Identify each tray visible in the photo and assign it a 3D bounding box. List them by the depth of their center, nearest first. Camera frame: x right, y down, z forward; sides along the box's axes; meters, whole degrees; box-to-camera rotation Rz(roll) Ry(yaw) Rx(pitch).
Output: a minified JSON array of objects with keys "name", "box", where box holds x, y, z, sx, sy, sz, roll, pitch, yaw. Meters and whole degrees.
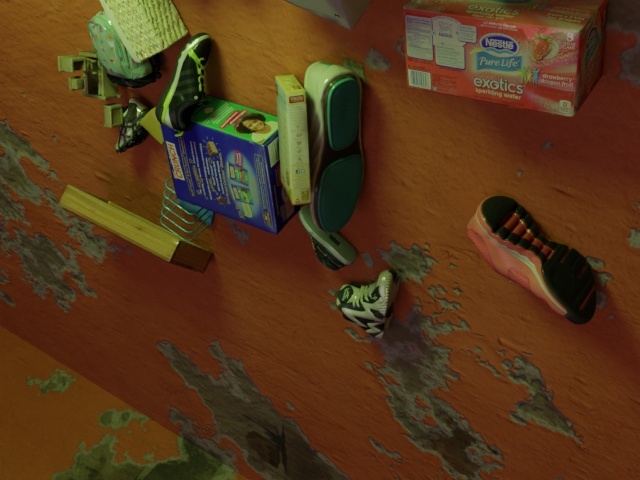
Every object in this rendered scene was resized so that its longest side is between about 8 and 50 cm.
[{"name":"tray","box":[-0.527,-0.030,2.317,0.410,0.076,0.203,24,178,22]}]

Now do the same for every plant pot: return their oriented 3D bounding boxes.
[{"name":"plant pot","box":[-0.382,-0.305,2.012,0.081,0.081,0.083,44,131,-2]}]

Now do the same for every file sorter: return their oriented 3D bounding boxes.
[{"name":"file sorter","box":[-0.354,-0.098,2.162,0.118,0.104,0.170,35,142,11]}]

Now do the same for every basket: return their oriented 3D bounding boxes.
[{"name":"basket","box":[-0.388,-0.498,1.803,0.103,0.113,0.167,-6,122,40]}]

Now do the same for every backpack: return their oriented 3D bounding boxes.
[{"name":"backpack","box":[-0.467,-0.457,1.908,0.151,0.115,0.182,19,134,32]}]

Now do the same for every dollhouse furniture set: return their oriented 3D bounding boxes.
[{"name":"dollhouse furniture set","box":[-0.588,-0.371,2.014,0.101,0.161,0.182,15,112,31]}]

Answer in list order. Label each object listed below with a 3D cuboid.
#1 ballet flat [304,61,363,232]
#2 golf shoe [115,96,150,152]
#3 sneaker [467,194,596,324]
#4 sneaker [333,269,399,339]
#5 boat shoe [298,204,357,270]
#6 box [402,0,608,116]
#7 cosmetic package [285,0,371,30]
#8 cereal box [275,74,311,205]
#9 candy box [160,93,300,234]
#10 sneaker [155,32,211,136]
[{"name":"ballet flat","box":[0.018,-0.203,1.734,0.139,0.139,0.400,23,134,24]},{"name":"golf shoe","box":[-0.498,-0.304,2.128,0.198,0.077,0.094,-36,88,45]},{"name":"sneaker","box":[0.422,0.046,1.633,0.314,0.116,0.136,47,153,6]},{"name":"sneaker","box":[0.104,0.139,1.991,0.153,0.094,0.235,20,148,14]},{"name":"boat shoe","box":[0.000,0.000,1.974,0.183,0.065,0.083,47,141,-7]},{"name":"box","box":[0.299,-0.325,1.332,0.299,0.142,0.154,16,135,30]},{"name":"cosmetic package","box":[-0.081,-0.509,1.261,0.284,0.097,0.377,32,173,20]},{"name":"cereal box","box":[-0.058,-0.214,1.704,0.173,0.047,0.240,-115,21,-65]},{"name":"candy box","box":[-0.216,-0.189,1.938,0.317,0.122,0.268,20,137,25]},{"name":"sneaker","box":[-0.281,-0.344,1.814,0.097,0.084,0.235,31,105,14]}]
